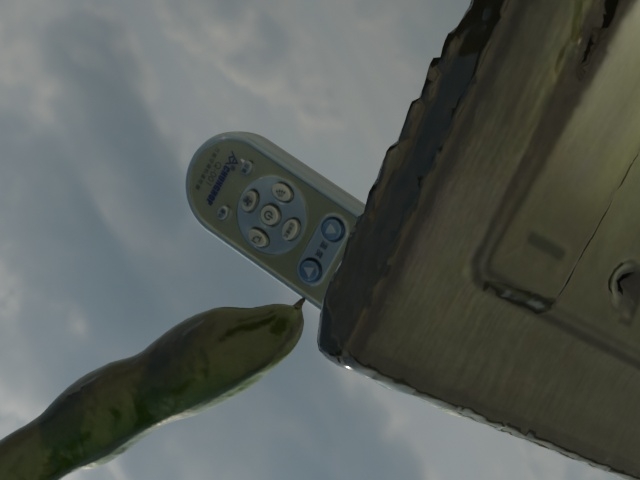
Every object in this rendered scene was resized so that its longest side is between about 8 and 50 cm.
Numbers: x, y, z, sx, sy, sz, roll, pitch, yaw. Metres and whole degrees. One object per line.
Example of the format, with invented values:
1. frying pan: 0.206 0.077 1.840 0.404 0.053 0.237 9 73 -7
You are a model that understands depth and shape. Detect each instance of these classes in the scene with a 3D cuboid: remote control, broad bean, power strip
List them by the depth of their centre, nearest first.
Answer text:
1. power strip: 0.115 -0.044 0.570 0.092 0.257 0.251 25 178 39
2. broad bean: -0.116 0.098 0.814 0.046 0.254 0.065 55 -175 -37
3. remote control: 0.000 0.000 1.095 0.244 0.087 0.047 35 -165 19
